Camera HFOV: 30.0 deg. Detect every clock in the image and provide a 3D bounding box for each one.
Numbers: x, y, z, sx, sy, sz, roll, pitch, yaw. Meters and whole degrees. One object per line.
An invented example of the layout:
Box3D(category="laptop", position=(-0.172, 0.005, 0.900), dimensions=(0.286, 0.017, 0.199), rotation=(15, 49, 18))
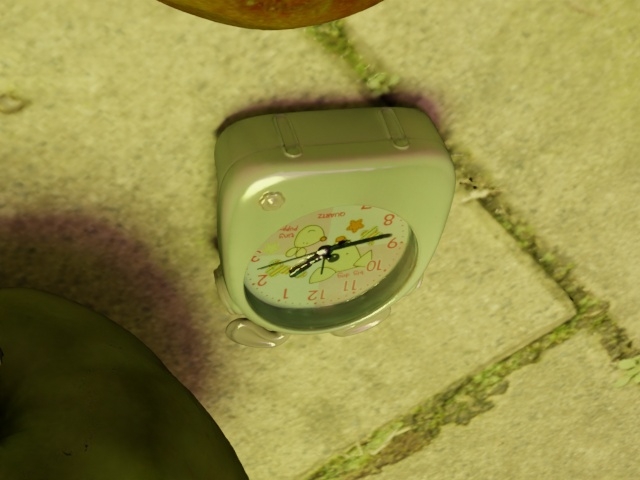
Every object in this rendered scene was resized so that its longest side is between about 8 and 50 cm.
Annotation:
Box3D(category="clock", position=(0.000, 0.000, 0.796), dimensions=(0.152, 0.062, 0.191), rotation=(-5, 137, -16))

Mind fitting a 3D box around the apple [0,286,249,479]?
Box3D(category="apple", position=(-0.199, 0.217, 0.745), dimensions=(0.357, 0.357, 0.357), rotation=(-11, 137, -10))

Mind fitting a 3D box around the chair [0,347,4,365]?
Box3D(category="chair", position=(-0.252, -0.071, 0.564), dimensions=(0.160, 0.170, 0.325), rotation=(-9, 143, -9))

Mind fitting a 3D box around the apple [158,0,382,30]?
Box3D(category="apple", position=(-0.034, -0.201, 0.490), dimensions=(0.237, 0.207, 0.236), rotation=(-8, 118, -15))
